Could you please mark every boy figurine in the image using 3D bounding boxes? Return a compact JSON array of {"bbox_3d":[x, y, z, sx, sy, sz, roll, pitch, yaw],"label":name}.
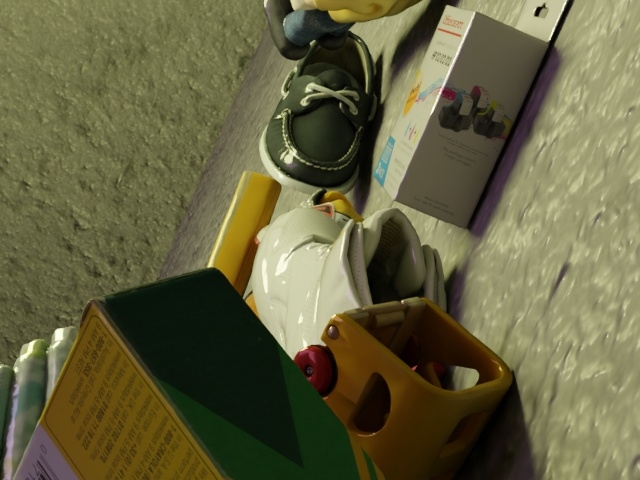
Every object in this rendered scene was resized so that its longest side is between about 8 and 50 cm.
[{"bbox_3d":[0.051,-0.264,1.277,0.285,0.177,0.092,-24,88,56],"label":"boy figurine"}]

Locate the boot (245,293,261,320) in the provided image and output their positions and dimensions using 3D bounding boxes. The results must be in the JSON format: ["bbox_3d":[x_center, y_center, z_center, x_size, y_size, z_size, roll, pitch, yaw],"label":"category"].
[{"bbox_3d":[-0.046,0.123,1.098,0.295,0.104,0.211,119,163,-63],"label":"boot"}]

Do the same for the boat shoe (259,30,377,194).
[{"bbox_3d":[0.003,-0.146,1.381,0.302,0.114,0.091,-89,17,-60],"label":"boat shoe"}]

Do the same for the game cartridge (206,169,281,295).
[{"bbox_3d":[-0.131,0.123,1.417,0.285,0.052,0.324,114,173,-62],"label":"game cartridge"}]

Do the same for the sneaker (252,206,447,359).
[{"bbox_3d":[0.028,0.030,0.968,0.169,0.108,0.292,-60,23,30],"label":"sneaker"}]

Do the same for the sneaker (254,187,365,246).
[{"bbox_3d":[0.000,0.000,1.245,0.093,0.088,0.225,-49,11,-3],"label":"sneaker"}]

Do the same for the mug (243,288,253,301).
[{"bbox_3d":[-0.058,0.076,1.396,0.078,0.062,0.064,-55,7,18],"label":"mug"}]

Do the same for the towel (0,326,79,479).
[{"bbox_3d":[-0.136,0.287,0.839,0.320,0.090,0.374,76,-172,-57],"label":"towel"}]

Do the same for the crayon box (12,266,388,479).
[{"bbox_3d":[-0.023,0.196,0.589,0.081,0.318,0.202,-15,-34,-44],"label":"crayon box"}]

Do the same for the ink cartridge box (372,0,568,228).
[{"bbox_3d":[0.107,-0.110,0.931,0.104,0.061,0.181,-117,50,-76],"label":"ink cartridge box"}]

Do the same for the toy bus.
[{"bbox_3d":[0.027,0.133,0.742,0.191,0.104,0.202,-42,-30,-15],"label":"toy bus"}]
